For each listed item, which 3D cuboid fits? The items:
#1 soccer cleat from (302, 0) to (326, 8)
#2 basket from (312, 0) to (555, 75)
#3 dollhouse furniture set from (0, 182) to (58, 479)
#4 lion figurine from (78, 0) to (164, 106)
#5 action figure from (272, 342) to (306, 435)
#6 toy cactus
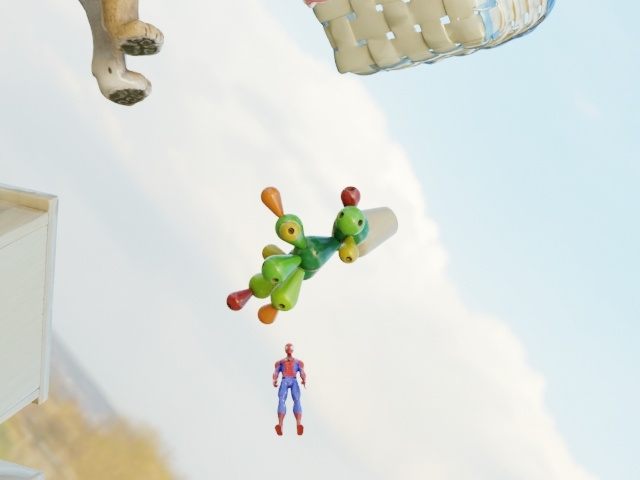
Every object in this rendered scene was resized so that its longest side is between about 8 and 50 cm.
[{"bbox_3d":[-0.023,-0.299,1.196,0.095,0.083,0.248,70,3,-58],"label":"soccer cleat"},{"bbox_3d":[0.133,-0.292,1.544,0.254,0.289,0.201,-11,-76,30],"label":"basket"},{"bbox_3d":[-0.342,0.078,0.880,0.303,0.286,0.198,12,19,17],"label":"dollhouse furniture set"},{"bbox_3d":[-0.226,-0.215,1.045,0.142,0.392,0.240,110,-25,-67],"label":"lion figurine"},{"bbox_3d":[-0.034,0.159,1.610,0.030,0.038,0.115,84,3,-45],"label":"action figure"},{"bbox_3d":[0.000,0.000,1.542,0.112,0.180,0.219,56,-40,15],"label":"toy cactus"}]
